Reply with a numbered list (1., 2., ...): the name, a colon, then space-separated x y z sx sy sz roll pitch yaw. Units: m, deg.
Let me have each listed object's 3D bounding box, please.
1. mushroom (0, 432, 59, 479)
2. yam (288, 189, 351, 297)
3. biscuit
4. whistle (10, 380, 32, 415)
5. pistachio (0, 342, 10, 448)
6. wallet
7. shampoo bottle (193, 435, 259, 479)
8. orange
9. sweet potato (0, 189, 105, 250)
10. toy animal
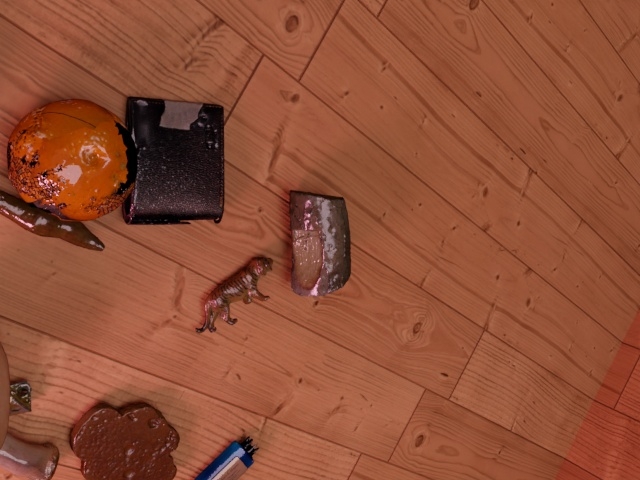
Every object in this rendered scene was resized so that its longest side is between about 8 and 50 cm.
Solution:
1. mushroom: -0.626 0.422 1.400 0.209 0.071 0.084 40 74 -32
2. yam: 0.000 0.000 1.672 0.154 0.154 0.254 -11 105 -32
3. biscuit: -0.431 0.467 1.562 0.208 0.041 0.290 -49 126 -13
4. whistle: -0.717 0.327 1.311 0.326 0.057 0.068 -6 106 -34
5. pistachio: -0.649 0.266 1.228 0.187 0.187 0.299 -6 64 -34
6. wallet: -0.302 -0.163 1.460 0.221 0.071 0.262 -1 97 -34
7. shampoo bottle: -0.230 0.565 1.726 0.183 0.050 0.087 -42 120 -18
8. orange: -0.455 -0.149 1.291 0.234 0.182 0.234 -1 91 -31
9. sweet potato: -0.539 -0.044 1.328 0.274 0.067 0.067 30 85 -32
10. toy animal: -0.201 0.128 1.624 0.241 0.057 0.099 -34 114 -21
